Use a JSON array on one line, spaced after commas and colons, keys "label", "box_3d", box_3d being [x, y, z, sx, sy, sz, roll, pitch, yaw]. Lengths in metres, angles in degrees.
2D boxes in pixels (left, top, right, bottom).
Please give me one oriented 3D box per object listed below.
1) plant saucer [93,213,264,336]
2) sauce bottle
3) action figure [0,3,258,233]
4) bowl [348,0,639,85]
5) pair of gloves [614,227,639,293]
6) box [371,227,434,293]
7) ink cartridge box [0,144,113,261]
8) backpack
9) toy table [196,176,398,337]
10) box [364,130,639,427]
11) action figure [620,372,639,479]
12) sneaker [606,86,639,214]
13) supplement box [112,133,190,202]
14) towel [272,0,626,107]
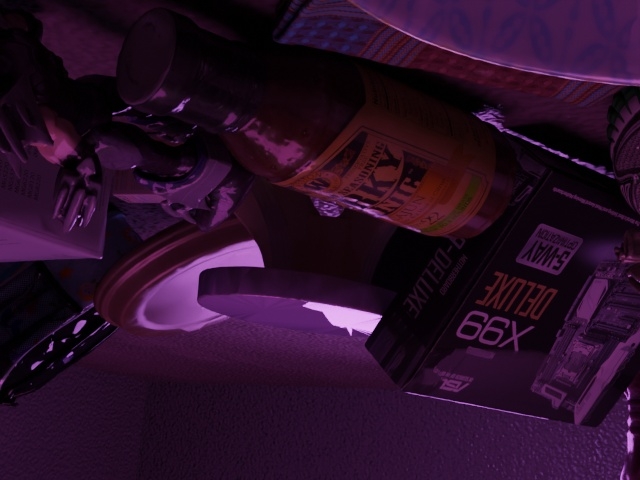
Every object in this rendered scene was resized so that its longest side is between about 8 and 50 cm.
[{"label": "plant saucer", "box_3d": [-0.125, 0.039, 1.378, 0.277, 0.041, 0.278, -23, 160, -9]}, {"label": "sauce bottle", "box_3d": [0.005, -0.085, 0.903, 0.344, 0.111, 0.111, 16, 164, -39]}, {"label": "action figure", "box_3d": [-0.166, -0.087, 0.859, 0.099, 0.185, 0.285, -34, 151, 31]}, {"label": "bowl", "box_3d": [0.132, -0.168, 0.369, 0.289, 0.156, 0.289, 5, 167, 1]}, {"label": "pair of gloves", "box_3d": [0.337, -0.001, 0.935, 0.204, 0.042, 0.240, -6, -175, 11]}, {"label": "box", "box_3d": [0.168, 0.059, 1.499, 0.184, 0.103, 0.261, -9, 162, 38]}, {"label": "ink cartridge box", "box_3d": [-0.398, -0.067, 1.108, 0.309, 0.130, 0.272, -3, 165, 31]}, {"label": "backpack", "box_3d": [-0.328, 0.063, 1.475, 0.253, 0.191, 0.225, -32, 176, -14]}, {"label": "toy table", "box_3d": [0.000, 0.000, 1.171, 0.252, 0.161, 0.274, -1, 167, 24]}, {"label": "box", "box_3d": [0.223, 0.051, 1.144, 0.307, 0.242, 0.076, 17, -158, -41]}, {"label": "action figure", "box_3d": [0.427, 0.216, 1.479, 0.275, 0.370, 0.248, 9, 165, 0]}, {"label": "sneaker", "box_3d": [0.293, -0.059, 0.814, 0.134, 0.146, 0.343, 7, 169, -8]}, {"label": "supplement box", "box_3d": [-0.147, -0.069, 1.148, 0.098, 0.062, 0.036, 1, 168, 21]}, {"label": "towel", "box_3d": [0.142, -0.157, 0.686, 0.271, 0.040, 0.370, 10, 167, -16]}]
